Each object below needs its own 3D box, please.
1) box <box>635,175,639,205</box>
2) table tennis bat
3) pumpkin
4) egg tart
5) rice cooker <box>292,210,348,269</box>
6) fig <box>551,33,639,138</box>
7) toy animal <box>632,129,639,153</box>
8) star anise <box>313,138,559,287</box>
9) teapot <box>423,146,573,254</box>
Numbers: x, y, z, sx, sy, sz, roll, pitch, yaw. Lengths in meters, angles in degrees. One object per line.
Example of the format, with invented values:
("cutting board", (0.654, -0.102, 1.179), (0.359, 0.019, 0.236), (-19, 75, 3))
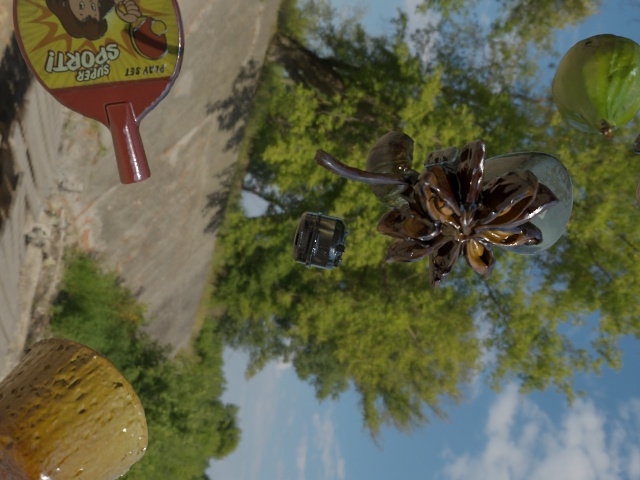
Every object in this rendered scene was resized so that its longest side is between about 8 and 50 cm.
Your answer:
("box", (0.781, -0.115, 1.403), (0.200, 0.088, 0.145), (-113, -144, -72))
("table tennis bat", (-0.267, -0.224, 0.805), (0.038, 0.201, 0.309), (-108, -170, -67))
("pumpkin", (0.164, -0.140, 1.404), (0.119, 0.183, 0.108), (-22, -170, 38))
("egg tart", (-0.326, 0.230, 0.751), (0.147, 0.203, 0.202), (-39, 152, -55))
("rice cooker", (0.000, 0.000, 1.274), (0.165, 0.107, 0.112), (-105, -153, -81))
("fig", (0.661, -0.370, 1.503), (0.314, 0.233, 0.232), (-32, 142, -61))
("toy animal", (0.856, -0.260, 1.525), (0.185, 0.122, 0.298), (-45, -165, 21))
("star anise", (0.122, -0.039, 0.590), (0.234, 0.177, 0.073), (48, 27, -49))
("teapot", (0.361, -0.097, 1.429), (0.285, 0.306, 0.223), (20, -71, 56))
